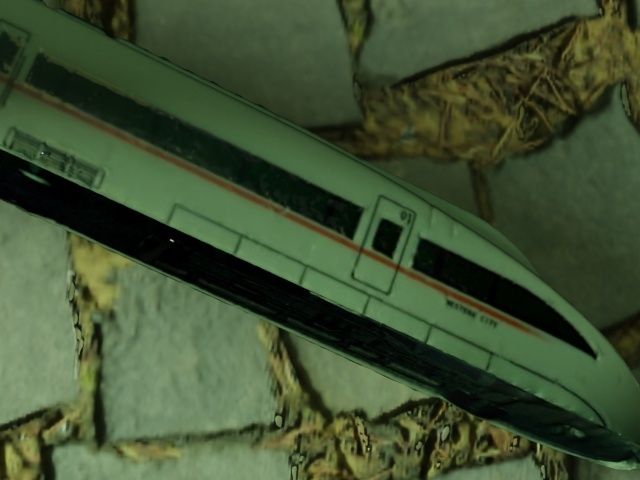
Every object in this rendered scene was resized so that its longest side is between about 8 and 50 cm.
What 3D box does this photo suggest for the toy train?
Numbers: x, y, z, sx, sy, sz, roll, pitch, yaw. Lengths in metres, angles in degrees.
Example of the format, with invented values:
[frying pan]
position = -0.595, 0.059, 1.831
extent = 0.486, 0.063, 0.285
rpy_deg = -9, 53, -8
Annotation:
[toy train]
position = 0.000, 0.000, 0.787
extent = 0.407, 0.086, 0.088
rpy_deg = 26, 70, -15
